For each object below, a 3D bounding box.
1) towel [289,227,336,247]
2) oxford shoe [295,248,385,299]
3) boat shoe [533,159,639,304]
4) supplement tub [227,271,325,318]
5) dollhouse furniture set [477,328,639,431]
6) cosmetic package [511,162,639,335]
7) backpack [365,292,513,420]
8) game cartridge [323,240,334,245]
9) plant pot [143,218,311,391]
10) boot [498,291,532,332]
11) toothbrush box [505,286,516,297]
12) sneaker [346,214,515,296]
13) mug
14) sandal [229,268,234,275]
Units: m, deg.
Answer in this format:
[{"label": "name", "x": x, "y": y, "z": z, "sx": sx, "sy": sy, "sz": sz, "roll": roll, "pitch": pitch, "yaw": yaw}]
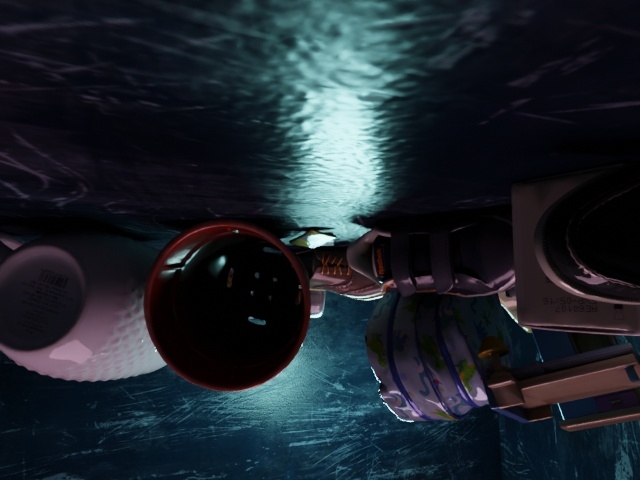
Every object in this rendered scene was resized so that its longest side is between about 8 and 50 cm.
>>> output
[{"label": "towel", "x": -0.016, "y": -0.003, "z": 0.792, "sx": 0.060, "sy": 0.009, "sz": 0.083, "roll": 13, "pitch": 157, "yaw": -32}, {"label": "oxford shoe", "x": 0.049, "y": 0.080, "z": 1.061, "sx": 0.364, "sy": 0.130, "sz": 0.133, "roll": -5, "pitch": 165, "yaw": 30}, {"label": "boat shoe", "x": 0.343, "y": -0.021, "z": 0.300, "sx": 0.340, "sy": 0.127, "sz": 0.113, "roll": -2, "pitch": 171, "yaw": 4}, {"label": "supplement tub", "x": -0.150, "y": 0.158, "z": 1.372, "sx": 0.316, "sy": 0.193, "sz": 0.193, "roll": 1, "pitch": 172, "yaw": -8}, {"label": "dollhouse furniture set", "x": 0.417, "y": 0.148, "z": 0.644, "sx": 0.286, "sy": 0.198, "sz": 0.303, "roll": -30, "pitch": 137, "yaw": 32}, {"label": "cosmetic package", "x": 0.354, "y": 0.023, "z": 0.504, "sx": 0.309, "sy": 0.160, "sz": 0.113, "roll": 8, "pitch": 170, "yaw": -41}, {"label": "backpack", "x": 0.231, "y": 0.177, "z": 0.798, "sx": 0.355, "sy": 0.290, "sz": 0.273, "roll": -23, "pitch": -174, "yaw": -38}, {"label": "game cartridge", "x": 0.000, "y": 0.000, "z": 0.861, "sx": 0.056, "sy": 0.017, "sz": 0.083, "roll": 3, "pitch": 172, "yaw": 4}, {"label": "plant pot", "x": -0.136, "y": 0.100, "z": 0.789, "sx": 0.272, "sy": 0.272, "sz": 0.265, "roll": -1, "pitch": -179, "yaw": 6}, {"label": "boot", "x": 0.576, "y": 0.090, "z": 1.151, "sx": 0.203, "sy": 0.262, "sz": 0.095, "roll": 41, "pitch": 180, "yaw": 5}, {"label": "toothbrush box", "x": 0.515, "y": 0.059, "z": 0.891, "sx": 0.216, "sy": 0.126, "sz": 0.295, "roll": -5, "pitch": 170, "yaw": 29}, {"label": "sneaker", "x": 0.166, "y": 0.030, "z": 0.667, "sx": 0.127, "sy": 0.126, "sz": 0.321, "roll": -2, "pitch": 176, "yaw": -31}, {"label": "mug", "x": -0.451, "y": 0.095, "z": 0.781, "sx": 0.374, "sy": 0.276, "sz": 0.328, "roll": 30, "pitch": 170, "yaw": 9}, {"label": "sandal", "x": -0.312, "y": 0.076, "z": 1.289, "sx": 0.179, "sy": 0.067, "sz": 0.040, "roll": -11, "pitch": -153, "yaw": 51}]
